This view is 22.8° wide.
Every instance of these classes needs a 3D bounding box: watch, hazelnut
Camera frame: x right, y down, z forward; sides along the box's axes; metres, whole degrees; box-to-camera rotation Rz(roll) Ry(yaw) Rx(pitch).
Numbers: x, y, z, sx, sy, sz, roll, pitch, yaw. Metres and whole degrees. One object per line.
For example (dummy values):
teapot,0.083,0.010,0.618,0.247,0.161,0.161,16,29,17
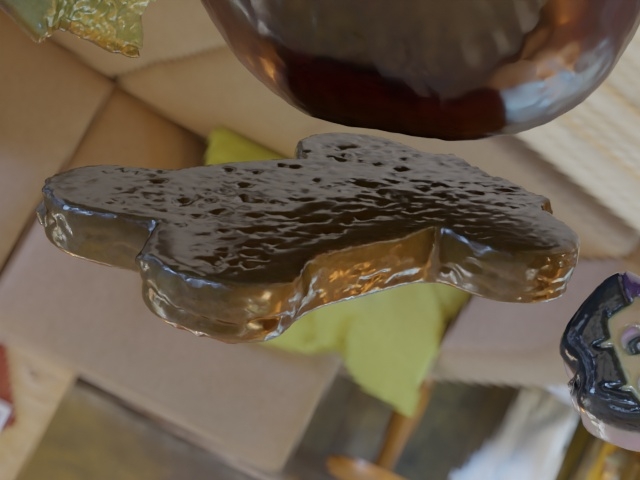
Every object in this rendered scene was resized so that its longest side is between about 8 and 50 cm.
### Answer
watch,0.316,0.105,1.141,0.231,0.244,0.196,50,-168,-50
hazelnut,0.079,-0.252,1.361,0.421,0.352,0.421,14,158,6

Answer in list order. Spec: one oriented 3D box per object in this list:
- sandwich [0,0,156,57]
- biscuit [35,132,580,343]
sandwich,-0.175,-0.213,0.931,0.220,0.108,0.186,22,-151,-51
biscuit,0.000,0.000,1.343,0.394,0.076,0.368,-10,-156,-34
